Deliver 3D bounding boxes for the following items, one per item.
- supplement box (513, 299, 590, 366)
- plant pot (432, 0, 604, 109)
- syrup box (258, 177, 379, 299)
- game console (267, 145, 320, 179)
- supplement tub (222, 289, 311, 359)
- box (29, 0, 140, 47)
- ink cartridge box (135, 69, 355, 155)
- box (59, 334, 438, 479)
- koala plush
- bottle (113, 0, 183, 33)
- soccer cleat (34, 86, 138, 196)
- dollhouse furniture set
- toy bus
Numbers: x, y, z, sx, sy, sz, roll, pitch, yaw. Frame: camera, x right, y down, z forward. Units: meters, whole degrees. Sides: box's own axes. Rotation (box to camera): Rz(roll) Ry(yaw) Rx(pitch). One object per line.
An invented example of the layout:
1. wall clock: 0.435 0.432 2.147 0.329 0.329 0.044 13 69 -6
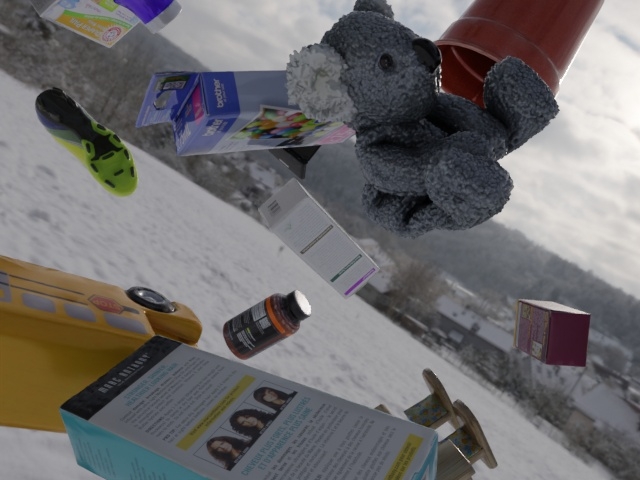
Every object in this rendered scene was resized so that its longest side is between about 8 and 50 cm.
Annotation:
1. supplement box: 0.235 0.093 0.623 0.043 0.054 0.083 5 3 -3
2. plant pot: 0.385 -0.396 1.166 0.273 0.265 0.272 35 -3 2
3. syrup box: 0.000 0.000 1.157 0.237 0.096 0.093 46 5 -33
4. game console: -0.058 -0.219 1.397 0.122 0.071 0.107 42 -22 16
5. supplement tub: -0.120 0.190 1.403 0.106 0.198 0.106 53 17 -23
6. box: -0.405 -0.429 1.044 0.103 0.114 0.203 56 13 5
7. ink cartridge box: -0.074 -0.167 0.804 0.311 0.065 0.186 -6 -5 -25
8. box: -0.053 0.144 0.418 0.245 0.060 0.100 12 30 28
9. koala plush: 0.075 -0.132 0.609 0.221 0.196 0.203 46 -33 -16
10. bottle: -0.324 -0.444 0.904 0.283 0.092 0.118 49 18 -30
11. soccer cleat: -0.482 -0.198 1.275 0.289 0.093 0.121 46 -22 6
12. dollhouse furniture set: 0.082 0.249 0.658 0.160 0.212 0.242 62 -9 -25
13. toy bus: -0.258 0.084 0.518 0.333 0.108 0.130 22 9 -36
